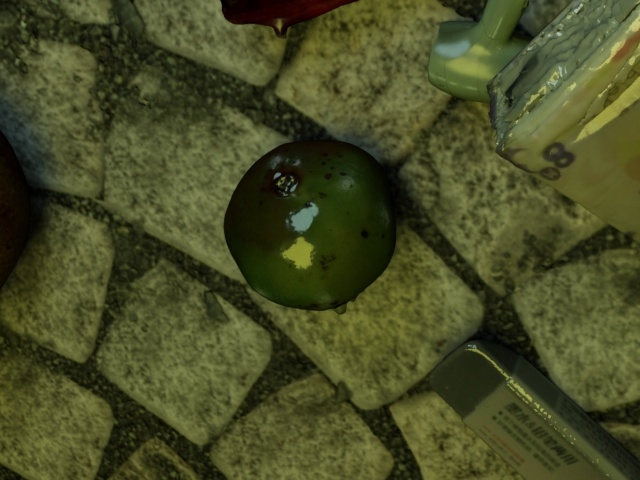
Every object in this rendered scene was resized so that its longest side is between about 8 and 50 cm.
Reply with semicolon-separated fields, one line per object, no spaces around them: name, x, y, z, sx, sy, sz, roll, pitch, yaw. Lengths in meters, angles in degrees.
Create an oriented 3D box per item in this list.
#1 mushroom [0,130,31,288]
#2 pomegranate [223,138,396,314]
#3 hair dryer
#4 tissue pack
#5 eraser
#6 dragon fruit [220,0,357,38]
mushroom;-0.489;-0.035;1.387;0.345;0.239;0.345;1;96;7
pomegranate;0.000;0.000;1.243;0.180;0.180;0.209;-1;140;21
hair dryer;0.207;-0.203;1.074;0.206;0.075;0.237;13;144;9
tissue pack;0.338;-0.094;1.024;0.344;0.125;0.242;31;125;-20
eraser;0.266;0.235;1.296;0.352;0.061;0.089;43;122;-2
dragon fruit;0.039;-0.368;1.098;0.329;0.228;0.286;-7;144;3
